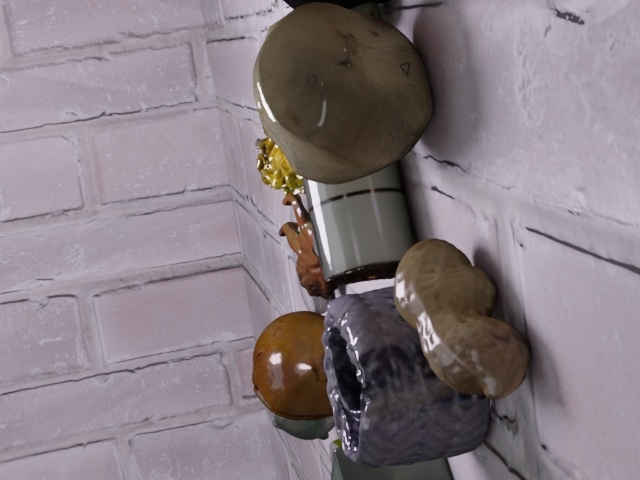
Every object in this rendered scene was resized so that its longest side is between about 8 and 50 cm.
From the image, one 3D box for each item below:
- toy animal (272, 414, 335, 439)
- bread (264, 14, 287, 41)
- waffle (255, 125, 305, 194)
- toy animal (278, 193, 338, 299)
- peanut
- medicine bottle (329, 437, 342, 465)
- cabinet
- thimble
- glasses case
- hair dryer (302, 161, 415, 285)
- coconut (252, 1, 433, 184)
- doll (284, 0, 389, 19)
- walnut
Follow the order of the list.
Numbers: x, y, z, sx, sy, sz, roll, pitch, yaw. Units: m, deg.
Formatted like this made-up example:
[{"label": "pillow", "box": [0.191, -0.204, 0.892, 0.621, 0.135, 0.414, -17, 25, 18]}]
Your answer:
[{"label": "toy animal", "box": [-0.011, 0.288, 2.211, 0.125, 0.127, 0.251, -94, 17, -46]}, {"label": "bread", "box": [-0.001, -0.222, 1.489, 0.148, 0.134, 0.141, 36, -146, -55]}, {"label": "waffle", "box": [-0.026, -0.200, 1.690, 0.280, 0.060, 0.262, -12, 67, 64]}, {"label": "toy animal", "box": [0.000, 0.000, 1.906, 0.312, 0.097, 0.157, 110, 138, -67]}, {"label": "peanut", "box": [0.143, 0.083, 1.142, 0.086, 0.104, 0.228, 37, -161, -38]}, {"label": "medicine bottle", "box": [0.080, 0.399, 1.818, 0.188, 0.088, 0.132, 180, 79, -79]}, {"label": "cabinet", "box": [0.100, 0.378, 1.535, 0.206, 0.145, 0.150, 94, 162, -55]}, {"label": "thimble", "box": [0.096, 0.161, 1.308, 0.245, 0.157, 0.217, 144, 114, -78]}, {"label": "glasses case", "box": [-0.020, 0.026, 2.077, 0.092, 0.059, 0.233, -126, 28, -72]}, {"label": "hair dryer", "box": [0.033, -0.026, 1.553, 0.362, 0.128, 0.203, 123, 136, -77]}, {"label": "coconut", "box": [0.026, -0.167, 1.257, 0.224, 0.224, 0.224, 170, 90, -80]}, {"label": "doll", "box": [0.002, -0.334, 1.331, 0.234, 0.135, 0.143, 42, -157, -40]}, {"label": "walnut", "box": [-0.031, 0.224, 1.960, 0.298, 0.203, 0.203, 120, 139, -83]}]
